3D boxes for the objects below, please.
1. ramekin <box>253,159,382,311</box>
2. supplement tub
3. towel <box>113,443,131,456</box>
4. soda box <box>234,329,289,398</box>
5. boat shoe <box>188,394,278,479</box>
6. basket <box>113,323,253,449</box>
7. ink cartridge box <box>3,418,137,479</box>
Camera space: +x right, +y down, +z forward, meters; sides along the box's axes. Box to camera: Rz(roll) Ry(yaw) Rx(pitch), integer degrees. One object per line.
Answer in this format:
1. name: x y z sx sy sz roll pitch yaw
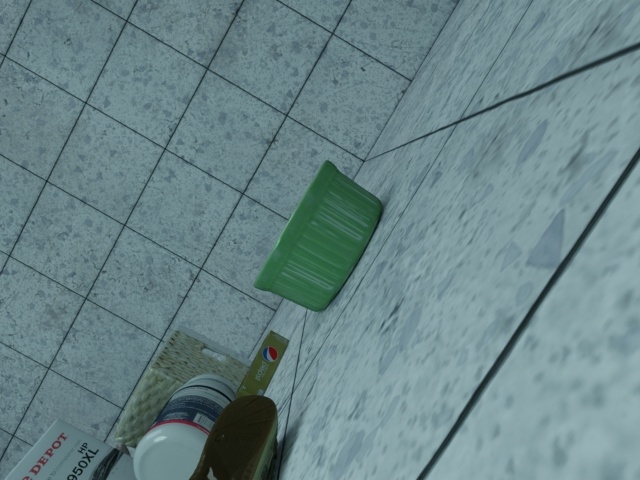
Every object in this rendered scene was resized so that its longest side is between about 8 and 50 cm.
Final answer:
1. ramekin: 0.000 0.000 1.010 0.303 0.148 0.303 -60 2 4
2. supplement tub: -0.296 0.453 1.138 0.191 0.191 0.272 -59 3 12
3. towel: -0.538 0.763 1.372 0.053 0.331 0.317 -21 -6 -15
4. soda box: -0.144 0.318 1.213 0.061 0.058 0.181 -57 3 47
5. boat shoe: -0.111 0.307 0.541 0.285 0.105 0.089 -56 -39 -52
6. basket: -0.429 0.517 1.582 0.331 0.328 0.266 -58 7 16
7. ink cartridge box: -0.509 0.625 1.058 0.166 0.395 0.285 -59 3 30
